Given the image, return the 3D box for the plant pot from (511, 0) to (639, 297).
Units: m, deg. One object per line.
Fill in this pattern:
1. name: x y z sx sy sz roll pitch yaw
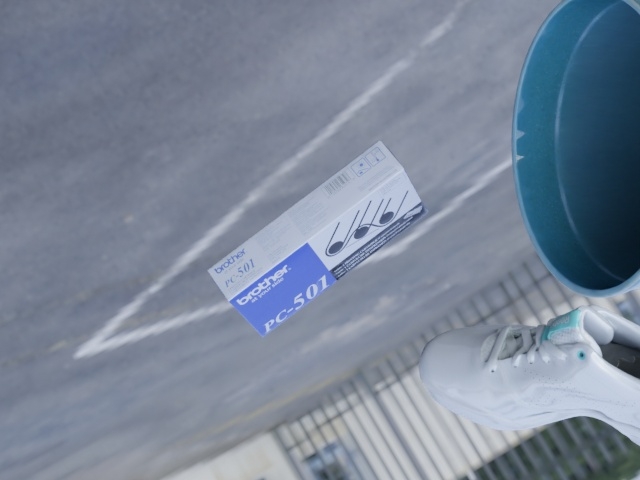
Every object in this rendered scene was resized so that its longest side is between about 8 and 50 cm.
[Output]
1. plant pot: 0.351 -0.089 1.261 0.255 0.271 0.271 -2 158 -22

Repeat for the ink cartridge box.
1. ink cartridge box: 0.000 0.000 1.338 0.207 0.046 0.097 -37 149 0

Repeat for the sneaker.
1. sneaker: 0.154 0.073 0.877 0.080 0.212 0.094 -63 144 -30
